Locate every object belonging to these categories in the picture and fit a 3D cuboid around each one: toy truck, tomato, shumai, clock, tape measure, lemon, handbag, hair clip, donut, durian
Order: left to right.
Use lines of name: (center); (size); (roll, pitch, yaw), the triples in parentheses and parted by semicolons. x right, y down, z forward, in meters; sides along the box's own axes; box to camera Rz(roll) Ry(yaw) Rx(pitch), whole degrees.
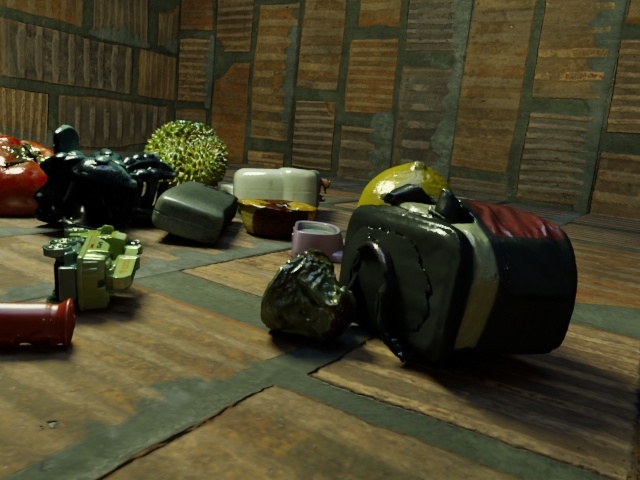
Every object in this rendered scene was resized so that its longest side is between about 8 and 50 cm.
tomato: (-0.624, -0.150, 1.146); (0.227, 0.101, 0.228); (19, 34, -14)
toy truck: (-0.273, 0.030, 0.672); (0.100, 0.077, 0.169); (0, 11, -14)
hair clip: (-0.421, -0.098, 1.052); (0.206, 0.195, 0.310); (18, 9, 1)
durian: (-0.427, -0.250, 1.721); (0.290, 0.225, 0.291); (14, 43, -13)
donut: (-0.095, -0.051, 1.199); (0.166, 0.074, 0.184); (9, 10, 20)
tape measure: (-0.110, -0.135, 1.502); (0.264, 0.130, 0.258); (1, 8, 3)
shumai: (-0.001, 0.069, 0.607); (0.087, 0.099, 0.123); (29, 22, 23)
clock: (0.000, 0.000, 1.041); (0.109, 0.050, 0.153); (6, 11, -2)
lemon: (0.148, -0.038, 0.934); (0.178, 0.203, 0.178); (6, 27, -3)
handbag: (0.134, 0.032, 0.617); (0.181, 0.182, 0.254); (3, 8, -24)

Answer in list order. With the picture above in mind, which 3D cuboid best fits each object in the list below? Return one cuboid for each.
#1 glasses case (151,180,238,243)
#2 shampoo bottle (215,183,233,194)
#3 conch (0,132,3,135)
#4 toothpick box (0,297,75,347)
glasses case: (-0.251, -0.065, 1.139); (0.131, 0.074, 0.323); (19, 9, -6)
shampoo bottle: (-0.284, -0.159, 1.739); (0.072, 0.043, 0.099); (7, 10, 16)
conch: (-0.822, -0.197, 1.246); (0.351, 0.210, 0.297); (5, 19, 1)
toothpick box: (-0.274, 0.077, 0.508); (0.083, 0.047, 0.047); (3, 11, -19)
